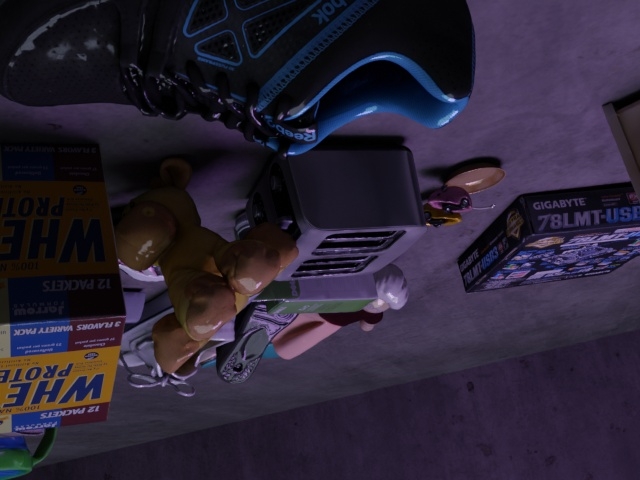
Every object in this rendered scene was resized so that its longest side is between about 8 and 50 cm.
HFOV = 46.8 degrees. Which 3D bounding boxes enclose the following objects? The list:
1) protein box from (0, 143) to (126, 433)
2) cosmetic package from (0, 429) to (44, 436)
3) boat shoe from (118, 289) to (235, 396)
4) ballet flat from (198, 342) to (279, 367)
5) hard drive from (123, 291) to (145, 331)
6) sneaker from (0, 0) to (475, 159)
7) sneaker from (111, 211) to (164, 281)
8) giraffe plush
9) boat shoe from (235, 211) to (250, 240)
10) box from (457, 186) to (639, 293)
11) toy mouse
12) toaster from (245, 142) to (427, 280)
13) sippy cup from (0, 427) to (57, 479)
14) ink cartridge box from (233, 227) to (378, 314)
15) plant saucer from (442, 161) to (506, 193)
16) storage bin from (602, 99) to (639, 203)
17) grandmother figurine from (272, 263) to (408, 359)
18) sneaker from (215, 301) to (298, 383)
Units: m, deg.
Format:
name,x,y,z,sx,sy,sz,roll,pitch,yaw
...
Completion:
name,x,y,z,sx,sy,sz,roll,pitch,yaw
protein box,-0.275,0.047,0.705,0.136,0.201,0.199,-2,142,-24
cosmetic package,-0.486,0.172,0.853,0.296,0.129,0.153,-4,164,-6
boat shoe,-0.256,0.193,1.266,0.136,0.156,0.367,8,153,-43
ballet flat,-0.139,0.192,1.455,0.248,0.086,0.086,0,158,-44
hard drive,-0.415,0.125,1.141,0.255,0.054,0.172,2,157,-34
sneaker,-0.062,-0.127,0.494,0.341,0.139,0.125,-10,163,-1
sneaker,-0.220,0.003,0.881,0.178,0.072,0.077,3,155,-38
giraffe plush,-0.141,0.010,0.773,0.181,0.170,0.210,-44,180,-2
boat shoe,0.000,0.000,0.984,0.229,0.076,0.080,1,158,-30
box,0.414,0.000,1.222,0.296,0.073,0.293,-7,160,-11
toy mouse,0.135,-0.052,0.950,0.161,0.031,0.143,-6,162,37
toaster,0.020,-0.032,0.853,0.186,0.110,0.168,-3,160,-23
sippy cup,-0.621,0.300,1.266,0.240,0.224,0.305,-12,161,6
ink cartridge box,-0.029,0.044,1.042,0.209,0.109,0.062,1,157,-31
plant saucer,0.196,-0.081,0.954,0.083,0.015,0.083,-9,162,-3
storage bin,0.477,-0.040,0.856,0.123,0.262,0.260,-29,154,37
grandmother figurine,0.025,0.125,1.314,0.208,0.104,0.342,13,151,-38
sneaker,-0.110,0.120,1.255,0.087,0.130,0.227,24,111,-29
